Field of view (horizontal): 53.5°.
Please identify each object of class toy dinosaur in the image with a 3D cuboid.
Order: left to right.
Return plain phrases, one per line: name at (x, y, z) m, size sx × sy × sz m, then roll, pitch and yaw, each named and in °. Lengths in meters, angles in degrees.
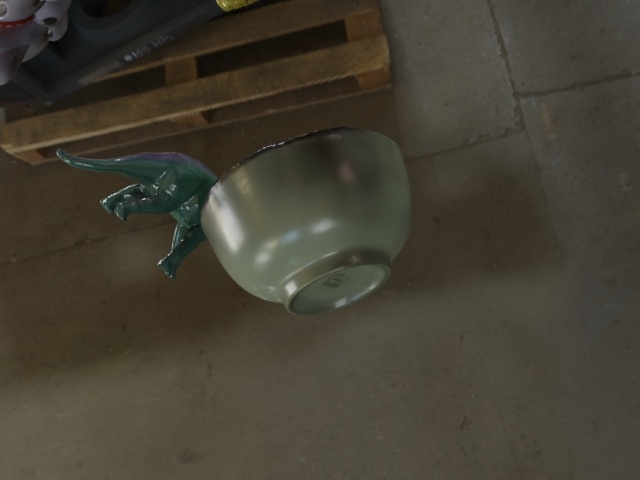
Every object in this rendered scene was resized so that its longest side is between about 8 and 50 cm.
toy dinosaur at (-0.189, -0.111, 1.075) m, size 0.331 × 0.383 × 0.129 m, roll -44°, pitch 43°, yaw -14°

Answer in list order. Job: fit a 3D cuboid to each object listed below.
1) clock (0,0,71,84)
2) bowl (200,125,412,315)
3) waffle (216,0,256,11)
clock at (-0.332, -0.265, 0.641) m, size 0.189 × 0.254 × 0.188 m, roll 5°, pitch 73°, yaw -18°
bowl at (0.000, 0.000, 1.017) m, size 0.354 × 0.354 × 0.185 m, roll -24°, pitch 65°, yaw 7°
waffle at (-0.013, -0.376, 0.823) m, size 0.250 × 0.261 × 0.056 m, roll -35°, pitch 111°, yaw -16°
